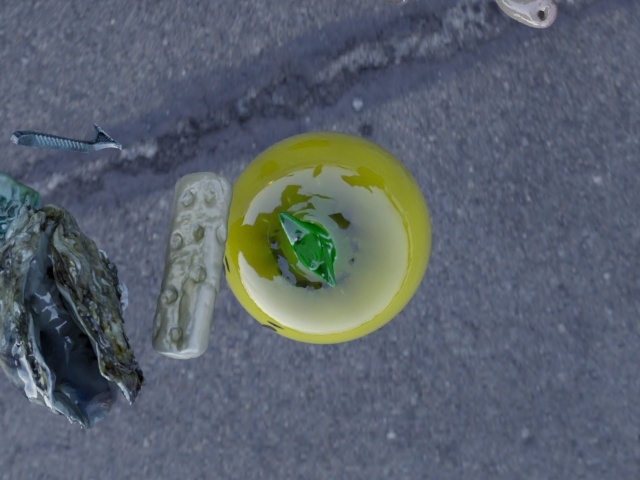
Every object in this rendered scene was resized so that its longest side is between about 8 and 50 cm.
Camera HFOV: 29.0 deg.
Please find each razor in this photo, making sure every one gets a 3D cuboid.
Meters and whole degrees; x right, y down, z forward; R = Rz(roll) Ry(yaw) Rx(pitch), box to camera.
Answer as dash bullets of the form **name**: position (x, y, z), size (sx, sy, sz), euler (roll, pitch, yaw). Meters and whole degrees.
- **razor**: position (-0.364, -0.139, 1.751), size (0.066, 0.190, 0.033), euler (38, 111, 24)

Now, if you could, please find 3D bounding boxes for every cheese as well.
- **cheese**: position (-0.129, 0.024, 1.252), size (0.065, 0.194, 0.043), euler (-1, 162, 31)

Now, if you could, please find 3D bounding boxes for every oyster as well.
- **oyster**: position (-0.273, 0.066, 1.281), size (0.158, 0.351, 0.162), euler (-14, 122, -22)

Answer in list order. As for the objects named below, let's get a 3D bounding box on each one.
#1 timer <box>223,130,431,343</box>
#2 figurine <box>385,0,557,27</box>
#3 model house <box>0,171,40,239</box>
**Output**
- **timer**: position (0.000, 0.000, 1.460), size (0.285, 0.285, 0.285), euler (0, 120, 0)
- **figurine**: position (0.218, -0.326, 1.233), size (0.380, 0.203, 0.248), euler (-28, 149, -33)
- **model house**: position (-0.482, 0.037, 1.402), size (0.261, 0.241, 0.226), euler (19, 156, -40)
